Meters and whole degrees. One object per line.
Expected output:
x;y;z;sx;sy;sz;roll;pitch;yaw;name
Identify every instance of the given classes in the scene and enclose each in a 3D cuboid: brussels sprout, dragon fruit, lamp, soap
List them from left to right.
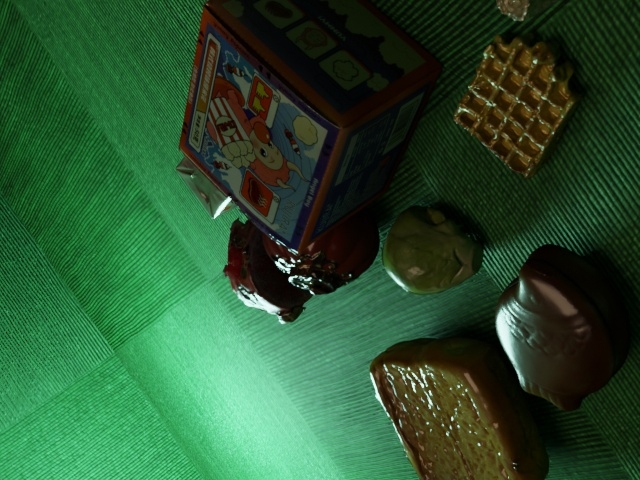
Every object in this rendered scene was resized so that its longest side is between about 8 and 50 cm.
-0.152;-0.163;1.890;0.138;0.199;0.182;55;148;4;soap
-0.106;0.044;2.042;0.147;0.211;0.282;-22;75;52;dragon fruit
0.000;0.000;1.826;0.227;0.227;0.227;34;143;30;lamp
0.188;0.028;1.681;0.183;0.145;0.131;33;170;40;brussels sprout

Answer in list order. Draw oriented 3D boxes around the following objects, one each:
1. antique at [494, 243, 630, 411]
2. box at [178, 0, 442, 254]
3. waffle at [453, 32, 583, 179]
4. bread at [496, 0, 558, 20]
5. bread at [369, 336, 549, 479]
0.382;0.135;1.520;0.223;0.129;0.278;20;135;42;antique
-0.032;-0.223;1.616;0.318;0.257;0.348;44;147;15;box
0.289;-0.210;1.385;0.160;0.055;0.211;42;147;18;waffle
0.260;-0.358;1.238;0.125;0.106;0.082;51;155;12;bread
0.281;0.331;1.837;0.328;0.148;0.337;-18;103;53;bread
